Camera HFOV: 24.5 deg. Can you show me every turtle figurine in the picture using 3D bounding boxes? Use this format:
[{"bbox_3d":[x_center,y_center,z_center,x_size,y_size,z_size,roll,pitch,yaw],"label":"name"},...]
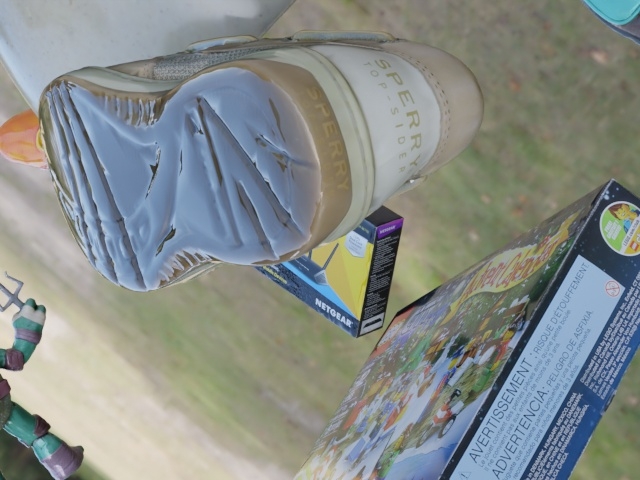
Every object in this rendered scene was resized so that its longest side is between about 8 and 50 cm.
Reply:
[{"bbox_3d":[-0.332,0.144,1.411,0.234,0.175,0.118,63,-167,-18],"label":"turtle figurine"}]

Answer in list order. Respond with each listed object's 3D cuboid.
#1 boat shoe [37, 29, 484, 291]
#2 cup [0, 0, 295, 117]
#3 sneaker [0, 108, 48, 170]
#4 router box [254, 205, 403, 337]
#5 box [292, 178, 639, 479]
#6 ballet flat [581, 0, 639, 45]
[{"bbox_3d":[-0.042,-0.042,0.676,0.302,0.098,0.109,-3,106,60],"label":"boat shoe"},{"bbox_3d":[-0.122,-0.236,0.965,0.237,0.331,0.331,43,165,-12],"label":"cup"},{"bbox_3d":[-0.209,-0.095,1.297,0.175,0.064,0.067,-1,178,16],"label":"sneaker"},{"bbox_3d":[0.000,0.000,1.531,0.179,0.046,0.133,32,126,36],"label":"router box"},{"bbox_3d":[0.052,0.079,0.636,0.044,0.159,0.233,36,156,-6],"label":"box"},{"bbox_3d":[0.337,-0.230,1.454,0.280,0.095,0.096,49,-155,18],"label":"ballet flat"}]
